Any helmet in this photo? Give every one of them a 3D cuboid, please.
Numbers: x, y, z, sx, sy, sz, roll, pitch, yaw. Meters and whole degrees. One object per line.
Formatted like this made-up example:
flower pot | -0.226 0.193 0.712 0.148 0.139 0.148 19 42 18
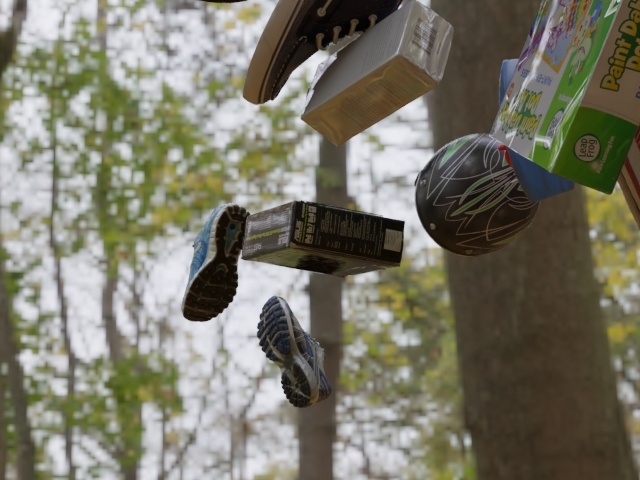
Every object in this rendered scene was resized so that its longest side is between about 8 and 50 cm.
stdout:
helmet | 0.204 -0.059 1.934 0.169 0.169 0.161 -1 1 0

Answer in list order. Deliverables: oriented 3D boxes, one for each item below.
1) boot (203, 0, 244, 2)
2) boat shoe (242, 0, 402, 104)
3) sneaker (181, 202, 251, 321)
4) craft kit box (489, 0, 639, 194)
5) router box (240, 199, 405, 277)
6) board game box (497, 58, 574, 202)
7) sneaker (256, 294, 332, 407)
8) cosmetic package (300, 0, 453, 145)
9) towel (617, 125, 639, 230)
boot | -0.085 -0.331 1.549 0.236 0.179 0.085 -12 -47 -21
boat shoe | 0.019 -0.326 2.194 0.158 0.341 0.127 28 19 2
sneaker | -0.137 0.028 1.915 0.063 0.162 0.073 22 1 -27
craft kit box | 0.222 -0.173 1.172 0.061 0.247 0.250 17 8 -7
router box | 0.000 0.000 1.168 0.092 0.038 0.122 10 -9 -20
board game box | 0.193 -0.104 1.411 0.033 0.133 0.168 -11 3 30
sneaker | -0.027 0.125 1.678 0.058 0.135 0.052 1 -29 -48
cosmetic package | 0.080 -0.240 2.159 0.085 0.117 0.231 34 -37 -22
towel | 0.422 -0.162 1.748 0.037 0.329 0.237 5 -38 39
